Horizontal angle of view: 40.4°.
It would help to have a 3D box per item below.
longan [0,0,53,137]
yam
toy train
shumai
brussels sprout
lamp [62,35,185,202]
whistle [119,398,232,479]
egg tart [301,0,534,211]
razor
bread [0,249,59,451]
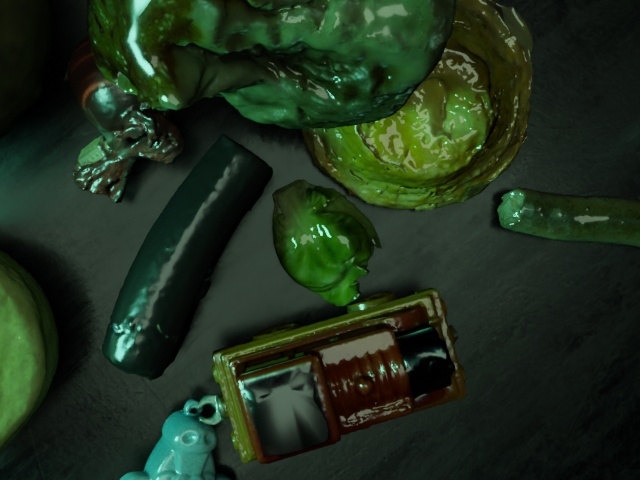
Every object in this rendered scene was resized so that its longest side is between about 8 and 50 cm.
[{"bbox_3d":[-0.516,-0.269,1.034,0.391,0.391,0.391,0,92,-3],"label":"longan"},{"bbox_3d":[0.414,-0.027,1.242,0.317,0.067,0.071,7,78,-4],"label":"yam"},{"bbox_3d":[0.013,0.185,1.147,0.369,0.231,0.163,-16,93,-3],"label":"toy train"},{"bbox_3d":[-0.083,-0.262,0.962,0.323,0.397,0.324,-23,106,-45],"label":"shumai"},{"bbox_3d":[-0.001,0.000,1.213,0.139,0.100,0.181,-37,98,12],"label":"brussels sprout"},{"bbox_3d":[-0.270,-0.191,1.160,0.151,0.215,0.223,25,55,-33],"label":"lamp"},{"bbox_3d":[-0.204,0.354,1.213,0.186,0.093,0.274,10,95,-29],"label":"whistle"},{"bbox_3d":[0.129,-0.187,1.165,0.341,0.129,0.341,1,106,3],"label":"egg tart"},{"bbox_3d":[-0.180,0.019,1.157,0.107,0.189,0.327,29,87,-4],"label":"razor"},{"bbox_3d":[-0.506,0.147,1.128,0.320,0.237,0.320,-3,103,-13],"label":"bread"}]
